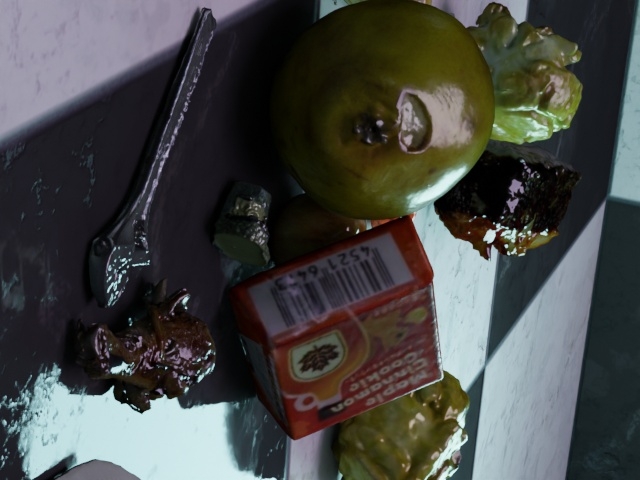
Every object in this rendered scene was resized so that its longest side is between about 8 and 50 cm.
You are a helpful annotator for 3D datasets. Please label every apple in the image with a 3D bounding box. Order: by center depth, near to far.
[{"bbox_3d":[-0.001,0.002,1.958,0.126,0.102,0.126,13,90,-70],"label":"apple"}]

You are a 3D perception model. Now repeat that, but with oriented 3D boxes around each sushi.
[{"bbox_3d":[0.292,-0.081,2.633,0.182,0.196,0.343,-61,158,11],"label":"sushi"}]

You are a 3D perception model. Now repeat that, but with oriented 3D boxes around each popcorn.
[{"bbox_3d":[0.106,0.294,2.363,0.266,0.192,0.233,-57,-179,14],"label":"popcorn"},{"bbox_3d":[0.279,-0.239,2.401,0.204,0.221,0.184,71,41,-76],"label":"popcorn"}]

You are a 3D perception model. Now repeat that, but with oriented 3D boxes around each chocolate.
[{"bbox_3d":[0.030,0.112,1.923,0.237,0.108,0.235,-22,142,-11],"label":"chocolate"}]

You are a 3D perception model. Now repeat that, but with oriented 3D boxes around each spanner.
[{"bbox_3d":[-0.162,-0.083,1.582,0.093,0.026,0.326,55,49,-63],"label":"spanner"}]

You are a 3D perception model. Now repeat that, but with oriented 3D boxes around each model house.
[{"bbox_3d":[-0.077,-0.025,1.785,0.079,0.066,0.083,67,39,-62],"label":"model house"}]

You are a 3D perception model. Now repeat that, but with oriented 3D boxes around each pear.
[{"bbox_3d":[0.070,-0.151,1.847,0.321,0.269,0.269,-50,148,-67],"label":"pear"}]

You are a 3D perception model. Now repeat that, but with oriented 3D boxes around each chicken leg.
[{"bbox_3d":[-0.179,0.112,1.596,0.196,0.080,0.125,-27,118,-56],"label":"chicken leg"}]

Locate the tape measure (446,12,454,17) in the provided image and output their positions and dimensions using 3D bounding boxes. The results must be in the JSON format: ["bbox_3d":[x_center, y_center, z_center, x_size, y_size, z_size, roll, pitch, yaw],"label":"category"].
[{"bbox_3d":[0.143,-0.217,2.215,0.196,0.105,0.178,37,66,-68],"label":"tape measure"}]

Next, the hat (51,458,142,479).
[{"bbox_3d":[-0.202,0.356,1.530,0.301,0.168,0.258,-41,140,-59],"label":"hat"}]

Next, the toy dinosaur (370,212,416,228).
[{"bbox_3d":[0.108,-0.036,2.319,0.279,0.055,0.101,-19,129,-69],"label":"toy dinosaur"}]

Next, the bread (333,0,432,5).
[{"bbox_3d":[0.076,-0.308,1.945,0.073,0.122,0.149,-71,159,-7],"label":"bread"}]
